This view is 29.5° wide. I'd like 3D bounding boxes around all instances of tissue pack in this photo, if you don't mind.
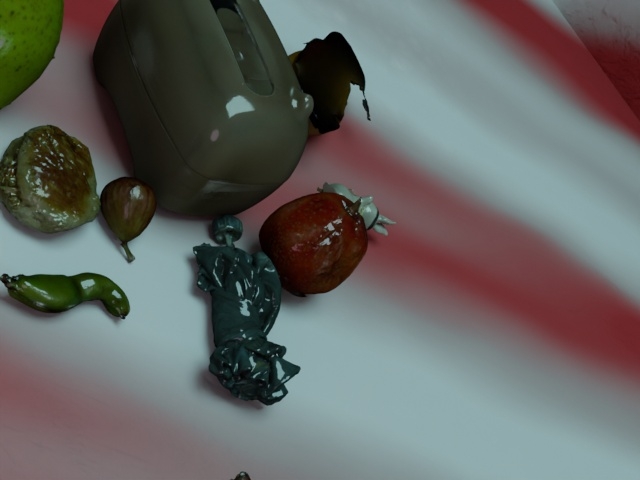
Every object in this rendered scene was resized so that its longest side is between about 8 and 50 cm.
[{"bbox_3d":[-0.190,-0.252,1.996,0.267,0.277,0.387,-1,58,-42],"label":"tissue pack"}]

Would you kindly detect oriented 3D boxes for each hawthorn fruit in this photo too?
[{"bbox_3d":[-0.010,0.010,2.024,0.179,0.173,0.173,-10,56,-1],"label":"hawthorn fruit"}]

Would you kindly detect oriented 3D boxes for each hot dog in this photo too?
[{"bbox_3d":[-0.010,-0.281,2.346,0.194,0.107,0.326,59,27,-2],"label":"hot dog"}]

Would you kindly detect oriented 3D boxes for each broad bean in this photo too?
[{"bbox_3d":[-0.361,0.074,1.719,0.213,0.048,0.070,12,49,-43],"label":"broad bean"}]

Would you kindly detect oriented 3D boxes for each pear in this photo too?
[{"bbox_3d":[-0.556,-0.393,1.765,0.318,0.238,0.342,12,49,-58],"label":"pear"}]

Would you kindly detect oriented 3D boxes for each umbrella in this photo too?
[{"bbox_3d":[-0.124,0.093,1.905,0.143,0.094,0.349,28,37,-37],"label":"umbrella"}]

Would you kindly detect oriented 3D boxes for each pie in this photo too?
[{"bbox_3d":[-0.397,-0.092,1.809,0.163,0.079,0.194,30,38,-31],"label":"pie"}]

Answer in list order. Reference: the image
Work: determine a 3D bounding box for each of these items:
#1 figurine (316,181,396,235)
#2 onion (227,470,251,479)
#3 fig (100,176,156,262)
[{"bbox_3d":[0.066,-0.067,2.244,0.146,0.081,0.098,13,49,-37],"label":"figurine"},{"bbox_3d":[-0.059,0.408,1.677,0.198,0.135,0.173,38,38,11],"label":"onion"},{"bbox_3d":[-0.297,-0.032,1.862,0.089,0.089,0.125,16,66,-36],"label":"fig"}]
